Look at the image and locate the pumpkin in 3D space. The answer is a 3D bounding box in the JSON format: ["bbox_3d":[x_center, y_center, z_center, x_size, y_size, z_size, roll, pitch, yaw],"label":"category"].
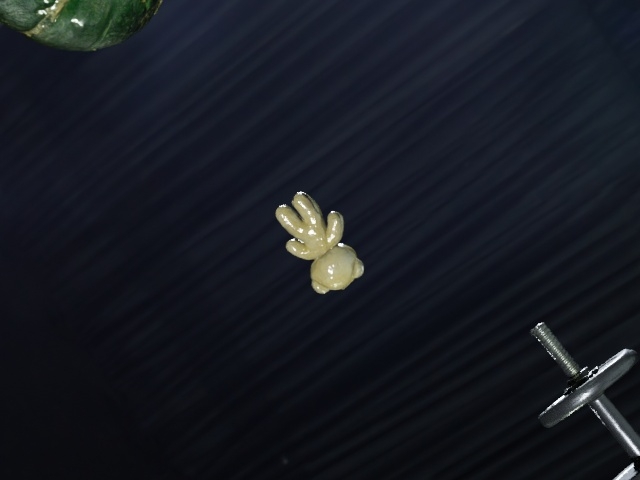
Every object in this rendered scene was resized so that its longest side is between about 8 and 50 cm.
[{"bbox_3d":[-0.215,-0.254,0.994,0.190,0.146,0.190,-10,-79,-58],"label":"pumpkin"}]

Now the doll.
[{"bbox_3d":[0.000,0.002,1.089,0.093,0.061,0.051,53,-172,-24],"label":"doll"}]

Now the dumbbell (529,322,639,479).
[{"bbox_3d":[0.170,0.106,0.658,0.147,0.069,0.069,53,-162,11],"label":"dumbbell"}]
